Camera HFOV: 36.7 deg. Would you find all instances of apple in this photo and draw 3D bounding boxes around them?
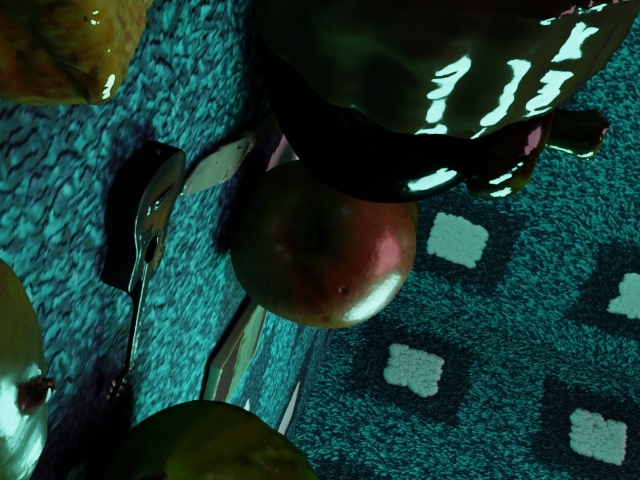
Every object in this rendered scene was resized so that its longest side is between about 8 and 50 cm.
[{"bbox_3d":[0.000,0.000,1.098,0.209,0.209,0.164,-71,161,1],"label":"apple"}]

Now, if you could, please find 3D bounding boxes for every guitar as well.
[{"bbox_3d":[-0.144,0.034,0.741,0.088,0.025,0.233,-61,169,-59],"label":"guitar"}]

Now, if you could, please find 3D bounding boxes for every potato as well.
[{"bbox_3d":[-0.163,0.076,0.436,0.188,0.085,0.105,108,0,-47],"label":"potato"}]

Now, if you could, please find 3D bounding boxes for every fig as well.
[{"bbox_3d":[-0.097,0.236,0.877,0.233,0.233,0.314,-65,166,-46],"label":"fig"}]

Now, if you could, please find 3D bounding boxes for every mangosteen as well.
[{"bbox_3d":[0.093,-0.162,0.938,0.313,0.297,0.297,60,-28,35],"label":"mangosteen"}]

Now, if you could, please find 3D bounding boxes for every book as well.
[{"bbox_3d":[-0.120,0.166,1.357,0.232,0.022,0.162,-62,171,-56],"label":"book"}]

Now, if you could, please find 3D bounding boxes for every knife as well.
[{"bbox_3d":[-0.082,-0.086,0.957,0.298,0.017,0.047,-55,169,-70],"label":"knife"}]

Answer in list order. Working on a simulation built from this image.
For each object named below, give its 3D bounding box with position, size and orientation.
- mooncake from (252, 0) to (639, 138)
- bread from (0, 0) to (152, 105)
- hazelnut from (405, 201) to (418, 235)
[{"bbox_3d":[0.090,-0.233,0.683,0.187,0.324,0.324,106,5,-65],"label":"mooncake"},{"bbox_3d":[-0.104,-0.137,0.315,0.211,0.083,0.114,97,9,-63],"label":"bread"},{"bbox_3d":[0.026,-0.002,1.295,0.217,0.217,0.251,-56,164,-67],"label":"hazelnut"}]
